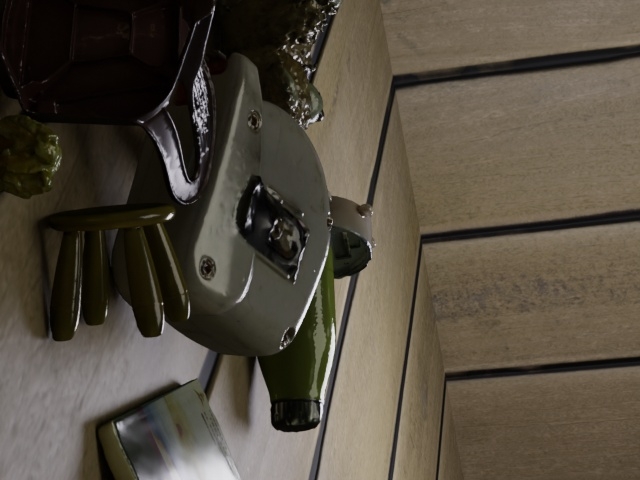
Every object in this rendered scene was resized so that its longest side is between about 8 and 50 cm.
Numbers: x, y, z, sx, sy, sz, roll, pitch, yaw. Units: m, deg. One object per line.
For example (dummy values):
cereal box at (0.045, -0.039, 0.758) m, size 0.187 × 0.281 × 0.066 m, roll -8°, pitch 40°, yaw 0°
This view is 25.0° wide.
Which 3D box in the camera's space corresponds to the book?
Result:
book at (-0.136, 0.252, 1.464) m, size 0.201 × 0.026 × 0.289 m, roll 67°, pitch 12°, yaw 1°

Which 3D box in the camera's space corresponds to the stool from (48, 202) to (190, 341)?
stool at (-0.179, 0.026, 1.272) m, size 0.135 × 0.134 × 0.111 m, roll 6°, pitch -77°, yaw 56°

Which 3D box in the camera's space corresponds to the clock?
clock at (0.000, 0.000, 2.044) m, size 0.229 × 0.155 × 0.063 m, roll 84°, pitch 6°, yaw -60°

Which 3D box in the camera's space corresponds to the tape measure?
tape measure at (-0.091, -0.028, 1.485) m, size 0.265 × 0.130 × 0.258 m, roll 38°, pitch 56°, yaw -47°

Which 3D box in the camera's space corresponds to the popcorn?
popcorn at (-0.235, -0.070, 1.151) m, size 0.083 × 0.059 × 0.068 m, roll 127°, pitch -21°, yaw -53°

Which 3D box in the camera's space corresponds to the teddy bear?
teddy bear at (-0.062, -0.219, 1.867) m, size 0.267 × 0.156 × 0.256 m, roll 118°, pitch -25°, yaw -52°

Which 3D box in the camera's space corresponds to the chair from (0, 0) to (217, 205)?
chair at (-0.177, -0.164, 1.235) m, size 0.326 × 0.183 × 0.176 m, roll 102°, pitch -10°, yaw -66°

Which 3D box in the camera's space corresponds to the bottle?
bottle at (-0.034, 0.123, 1.926) m, size 0.112 × 0.112 × 0.260 m, roll 52°, pitch 34°, yaw -69°
